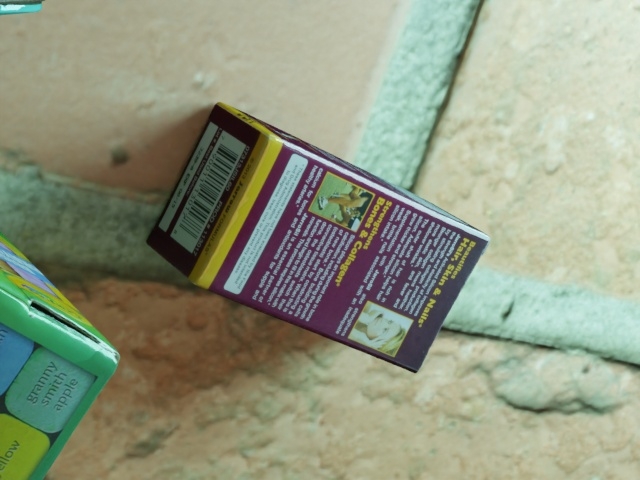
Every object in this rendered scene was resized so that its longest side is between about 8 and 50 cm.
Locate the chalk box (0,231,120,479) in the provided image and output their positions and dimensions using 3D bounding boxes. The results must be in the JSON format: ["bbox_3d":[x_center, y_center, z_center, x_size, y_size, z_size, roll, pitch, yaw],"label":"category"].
[{"bbox_3d":[-0.238,0.065,0.882,0.179,0.289,0.180,35,91,-35],"label":"chalk box"}]

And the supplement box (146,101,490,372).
[{"bbox_3d":[0.000,0.000,1.115,0.188,0.081,0.104,24,97,-34],"label":"supplement box"}]

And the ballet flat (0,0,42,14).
[{"bbox_3d":[-0.251,-0.147,0.901,0.247,0.083,0.087,-15,105,-37],"label":"ballet flat"}]
